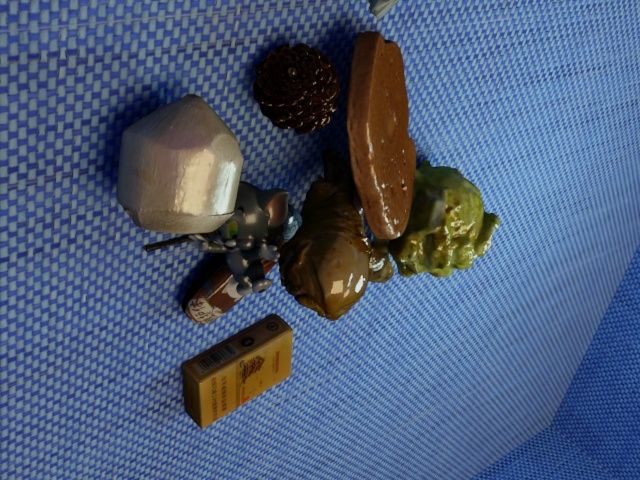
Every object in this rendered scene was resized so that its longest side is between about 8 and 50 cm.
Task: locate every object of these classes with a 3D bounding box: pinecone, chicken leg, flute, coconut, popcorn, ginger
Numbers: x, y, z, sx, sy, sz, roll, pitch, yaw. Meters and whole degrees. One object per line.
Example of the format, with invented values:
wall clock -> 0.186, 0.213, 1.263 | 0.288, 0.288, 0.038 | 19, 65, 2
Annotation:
pinecone -> -0.037, -0.274, 1.600 | 0.163, 0.163, 0.165 | -49, 160, -3
chicken leg -> 0.000, 0.000, 1.763 | 0.181, 0.410, 0.295 | 8, 144, -8
flute -> -0.240, -0.011, 1.726 | 0.269, 0.014, 0.014 | -17, 134, -41
coconut -> -0.236, -0.129, 1.449 | 0.224, 0.224, 0.234 | -1, 94, -49
popcorn -> 0.271, -0.042, 2.073 | 0.312, 0.312, 0.312 | -30, 141, -28
ginger -> 0.089, 0.067, 2.137 | 0.333, 0.081, 0.148 | -10, 145, -43

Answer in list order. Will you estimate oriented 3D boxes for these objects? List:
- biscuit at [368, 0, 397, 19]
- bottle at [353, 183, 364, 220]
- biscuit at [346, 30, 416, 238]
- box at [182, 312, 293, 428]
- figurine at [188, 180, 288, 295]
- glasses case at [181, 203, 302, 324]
biscuit -> 0.133, -0.578, 1.555 | 0.186, 0.079, 0.309 | -47, 150, -31
bottle -> 0.029, -0.039, 1.923 | 0.253, 0.120, 0.120 | -53, 146, 2
biscuit -> 0.124, -0.209, 1.748 | 0.350, 0.078, 0.456 | -73, 156, -49
box -> -0.194, 0.310, 2.031 | 0.274, 0.076, 0.174 | -27, 141, -31
figurine -> -0.135, -0.001, 1.651 | 0.140, 0.193, 0.265 | -56, 143, -30
glasses case -> -0.164, 0.050, 1.805 | 0.321, 0.082, 0.122 | -46, 158, -3
